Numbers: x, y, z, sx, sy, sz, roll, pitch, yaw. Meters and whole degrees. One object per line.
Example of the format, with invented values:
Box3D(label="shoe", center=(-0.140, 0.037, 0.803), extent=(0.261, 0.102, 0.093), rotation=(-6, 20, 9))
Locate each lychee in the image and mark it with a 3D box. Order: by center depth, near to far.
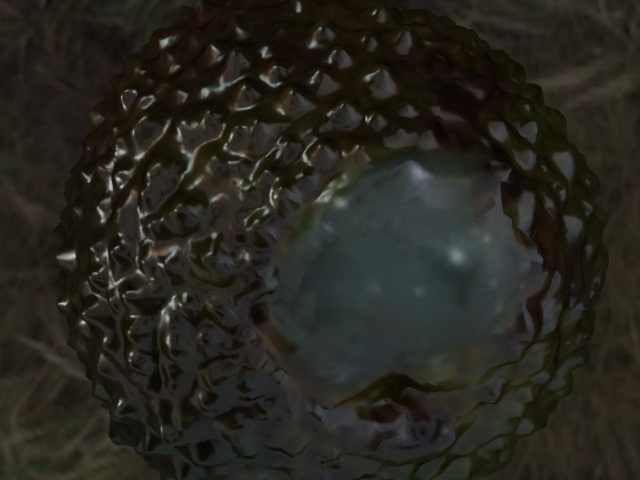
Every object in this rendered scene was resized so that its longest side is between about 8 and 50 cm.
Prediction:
Box3D(label="lychee", center=(0.000, 0.000, 0.525), extent=(0.171, 0.171, 0.171), rotation=(3, 120, 5))
